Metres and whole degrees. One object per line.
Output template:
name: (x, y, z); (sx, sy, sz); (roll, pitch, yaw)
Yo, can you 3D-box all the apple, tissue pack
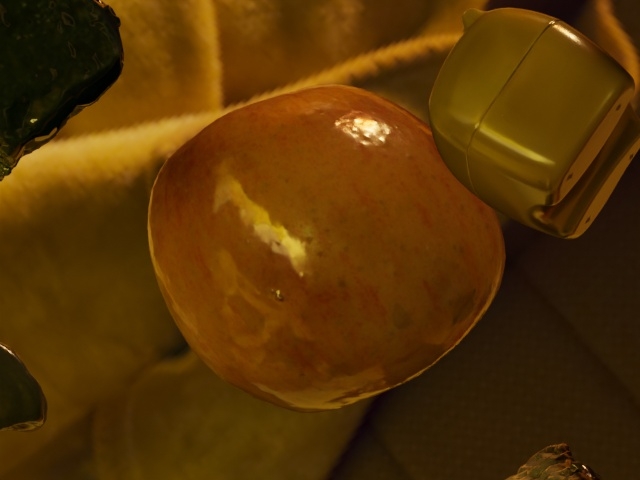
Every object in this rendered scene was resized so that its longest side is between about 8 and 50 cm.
apple: (0.000, 0.000, 1.422); (0.299, 0.275, 0.299); (-35, -177, 2)
tissue pack: (0.142, -0.081, 1.106); (0.123, 0.127, 0.178); (-57, 160, -3)

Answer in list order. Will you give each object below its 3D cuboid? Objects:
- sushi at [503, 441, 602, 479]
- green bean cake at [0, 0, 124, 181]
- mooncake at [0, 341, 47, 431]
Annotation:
sushi: (0.222, 0.315, 1.480); (0.196, 0.182, 0.343); (-37, -176, 0)
green bean cake: (-0.360, -0.161, 1.310); (0.308, 0.300, 0.169); (-42, -171, -19)
mooncake: (-0.406, 0.199, 1.878); (0.175, 0.168, 0.104); (3, 161, -5)
